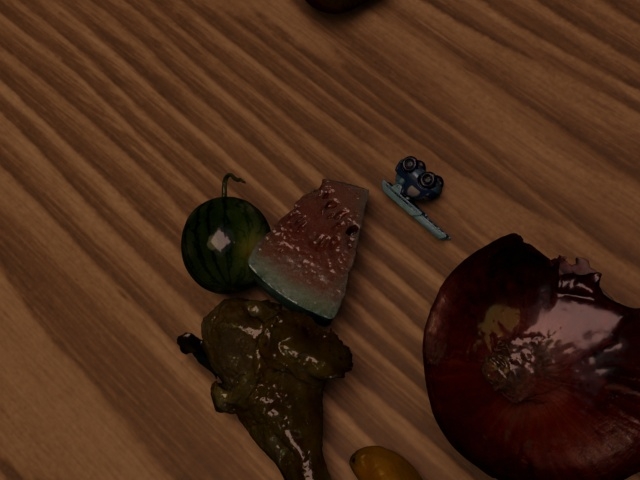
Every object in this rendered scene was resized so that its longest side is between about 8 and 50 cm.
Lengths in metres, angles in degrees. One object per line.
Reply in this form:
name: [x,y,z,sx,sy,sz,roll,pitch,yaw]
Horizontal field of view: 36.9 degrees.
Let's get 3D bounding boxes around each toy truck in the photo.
toy truck: [0.163,-0.068,1.476,0.136,0.063,0.074,42,101,21]

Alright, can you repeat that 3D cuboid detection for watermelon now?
watermelon: [0.000,0.000,1.449,0.154,0.094,0.241,32,67,-1]
watermelon: [-0.142,-0.011,1.472,0.140,0.141,0.187,-5,65,9]

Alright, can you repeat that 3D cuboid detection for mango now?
mango: [0.106,0.364,1.305,0.098,0.075,0.190,-20,59,-5]

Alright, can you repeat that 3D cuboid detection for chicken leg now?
chicken leg: [-0.035,0.230,1.359,0.211,0.140,0.361,-40,75,18]

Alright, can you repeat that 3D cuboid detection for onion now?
onion: [0.288,0.164,1.232,0.341,0.341,0.341,-4,68,10]

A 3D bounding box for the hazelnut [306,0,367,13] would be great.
hazelnut: [0.038,-0.484,1.617,0.178,0.178,0.204,32,108,21]
